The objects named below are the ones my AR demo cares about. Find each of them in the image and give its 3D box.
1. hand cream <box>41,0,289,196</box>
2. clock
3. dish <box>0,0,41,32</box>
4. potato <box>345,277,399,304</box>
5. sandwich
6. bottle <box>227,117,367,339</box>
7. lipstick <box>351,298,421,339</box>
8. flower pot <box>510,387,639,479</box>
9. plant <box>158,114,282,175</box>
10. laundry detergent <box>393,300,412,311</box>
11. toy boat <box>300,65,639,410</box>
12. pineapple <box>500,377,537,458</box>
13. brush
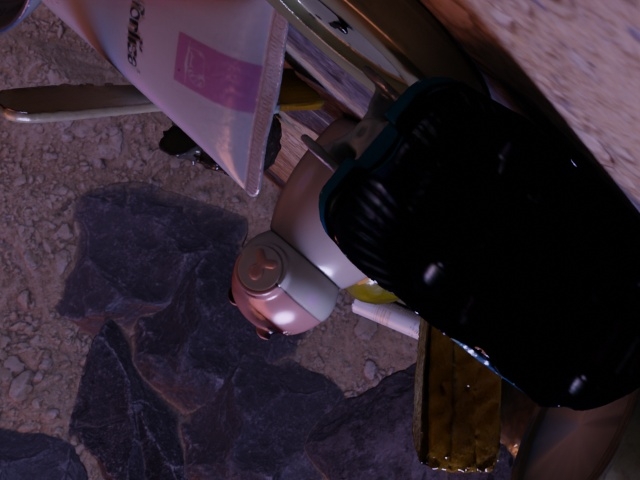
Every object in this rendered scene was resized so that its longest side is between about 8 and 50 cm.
[{"bbox_3d":[-0.143,-0.198,1.039,0.118,0.185,0.358,-10,-144,-37],"label":"hand cream"},{"bbox_3d":[0.019,-0.149,0.779,0.235,0.029,0.235,40,180,0],"label":"clock"},{"bbox_3d":[-0.368,-0.376,1.275,0.273,0.134,0.273,22,132,27],"label":"dish"},{"bbox_3d":[0.059,-0.004,1.424,0.154,0.137,0.200,43,178,-31],"label":"potato"},{"bbox_3d":[0.161,0.136,1.373,0.095,0.249,0.273,3,175,4],"label":"sandwich"},{"bbox_3d":[0.000,0.000,1.233,0.147,0.236,0.147,41,177,2],"label":"bottle"},{"bbox_3d":[0.120,0.122,1.856,0.141,0.040,0.040,21,171,19],"label":"lipstick"},{"bbox_3d":[0.308,0.212,1.052,0.202,0.212,0.212,30,178,-3],"label":"flower pot"},{"bbox_3d":[-0.141,-0.159,1.632,0.131,0.142,0.203,33,-179,18],"label":"plant"},{"bbox_3d":[0.127,0.045,1.802,0.181,0.091,0.253,33,175,17],"label":"laundry detergent"},{"bbox_3d":[0.120,0.002,0.751,0.299,0.134,0.092,37,-170,-37],"label":"toy boat"},{"bbox_3d":[0.370,0.256,1.453,0.340,0.169,0.169,32,-179,-27],"label":"pineapple"},{"bbox_3d":[-0.147,-0.135,1.103,0.336,0.020,0.085,-8,-140,-36],"label":"brush"}]
